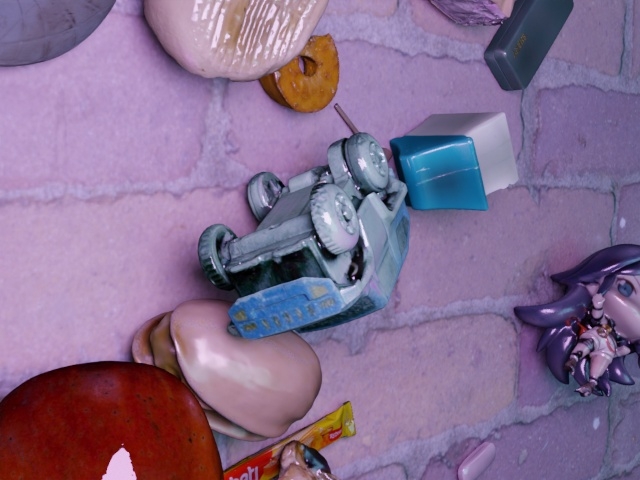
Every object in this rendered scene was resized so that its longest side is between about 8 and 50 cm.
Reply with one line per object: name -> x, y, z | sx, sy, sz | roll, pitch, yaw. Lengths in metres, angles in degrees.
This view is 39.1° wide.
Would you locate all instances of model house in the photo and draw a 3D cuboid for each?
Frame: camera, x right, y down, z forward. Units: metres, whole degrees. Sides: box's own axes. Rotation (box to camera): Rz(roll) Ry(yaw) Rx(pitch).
model house -> 0.159, -0.092, 1.145 | 0.149, 0.127, 0.100 | -33, 117, -39

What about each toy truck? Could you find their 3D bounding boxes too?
toy truck -> 0.000, 0.000, 0.929 | 0.156, 0.155, 0.279 | 62, 25, -17

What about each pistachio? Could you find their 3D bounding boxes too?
pistachio -> -0.090, 0.131, 0.939 | 0.215, 0.144, 0.144 | 33, 73, -36

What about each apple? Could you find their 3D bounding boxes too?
apple -> -0.191, 0.215, 0.786 | 0.234, 0.234, 0.234 | -7, 100, -43

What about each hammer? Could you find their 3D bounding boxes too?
hammer -> 0.049, -0.128, 1.114 | 0.110, 0.019, 0.035 | 48, 63, -30

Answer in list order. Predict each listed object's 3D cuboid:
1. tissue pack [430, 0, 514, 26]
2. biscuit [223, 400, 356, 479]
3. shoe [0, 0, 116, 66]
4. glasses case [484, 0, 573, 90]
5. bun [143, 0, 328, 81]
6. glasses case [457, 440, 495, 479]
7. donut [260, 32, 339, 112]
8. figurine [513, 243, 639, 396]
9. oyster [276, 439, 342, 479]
tissue pack -> 0.181, -0.429, 1.127 | 0.215, 0.123, 0.256 | 20, 82, -45
biscuit -> -0.066, 0.263, 1.048 | 0.292, 0.026, 0.048 | -21, 117, -39
shoe -> -0.285, -0.209, 0.744 | 0.100, 0.103, 0.251 | 49, 35, 14
glasses case -> 0.306, -0.308, 1.315 | 0.078, 0.039, 0.184 | 49, 63, -36
bun -> -0.090, -0.251, 0.894 | 0.178, 0.128, 0.193 | 24, 90, -42
glasses case -> 0.233, 0.331, 1.340 | 0.083, 0.021, 0.032 | -33, 114, -36
donut -> -0.026, -0.191, 1.015 | 0.108, 0.043, 0.097 | 8, 90, -45
figurine -> 0.433, 0.121, 1.389 | 0.265, 0.197, 0.175 | -30, 118, -15
oyster -> 0.043, 0.378, 1.076 | 0.337, 0.133, 0.197 | 56, 37, -37
